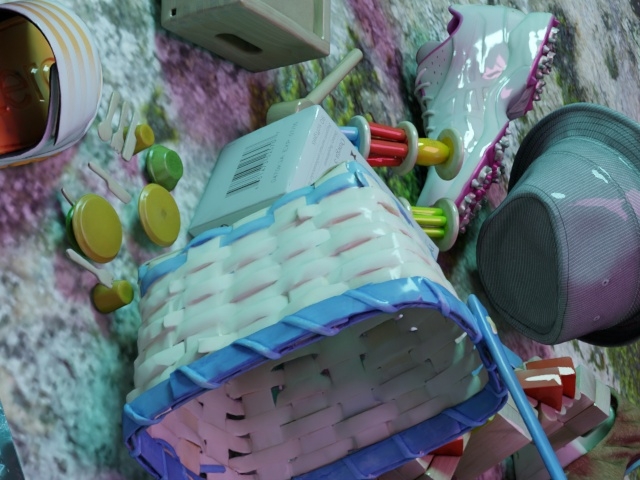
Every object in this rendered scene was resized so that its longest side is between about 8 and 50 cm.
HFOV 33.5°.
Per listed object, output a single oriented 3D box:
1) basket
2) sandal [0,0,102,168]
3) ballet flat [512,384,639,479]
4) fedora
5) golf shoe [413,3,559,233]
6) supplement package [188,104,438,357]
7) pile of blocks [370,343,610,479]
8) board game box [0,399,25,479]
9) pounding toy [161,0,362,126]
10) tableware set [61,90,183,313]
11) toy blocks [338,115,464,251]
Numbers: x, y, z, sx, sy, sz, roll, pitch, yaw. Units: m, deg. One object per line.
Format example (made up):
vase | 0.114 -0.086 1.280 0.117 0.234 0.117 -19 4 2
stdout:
basket | 0.009 0.113 0.669 0.201 0.255 0.289 51 21 -46
sandal | -0.193 -0.091 0.648 0.102 0.076 0.265 66 29 -12
ballet flat | 0.274 0.232 1.140 0.124 0.116 0.342 53 33 10
fedora | 0.252 0.004 1.121 0.124 0.275 0.244 -23 50 -30
golf shoe | 0.149 -0.134 1.147 0.115 0.140 0.306 90 26 -60
supplement package | 0.000 0.000 0.860 0.179 0.105 0.105 47 40 -31
pile of blocks | 0.150 0.130 0.955 0.362 0.112 0.149 -6 59 -51
board game box | -0.209 0.156 0.567 0.126 0.026 0.186 -13 85 -56
pounding toy | -0.049 -0.180 0.901 0.181 0.094 0.206 18 70 -55
tableware set | -0.139 -0.022 0.754 0.104 0.024 0.154 46 39 -43
toy blocks | 0.056 -0.052 0.996 0.148 0.054 0.123 3 92 -23
